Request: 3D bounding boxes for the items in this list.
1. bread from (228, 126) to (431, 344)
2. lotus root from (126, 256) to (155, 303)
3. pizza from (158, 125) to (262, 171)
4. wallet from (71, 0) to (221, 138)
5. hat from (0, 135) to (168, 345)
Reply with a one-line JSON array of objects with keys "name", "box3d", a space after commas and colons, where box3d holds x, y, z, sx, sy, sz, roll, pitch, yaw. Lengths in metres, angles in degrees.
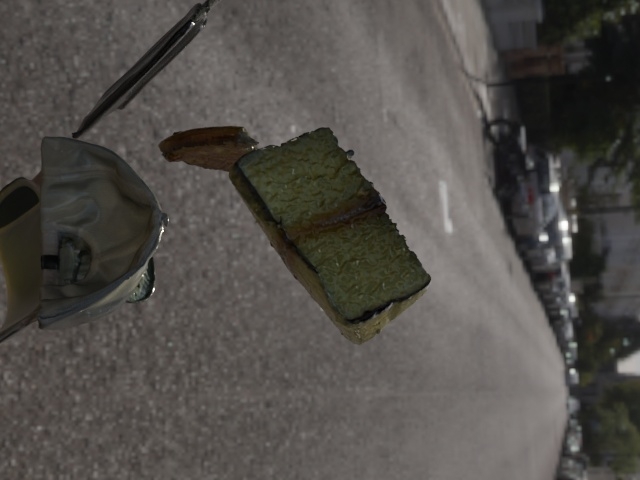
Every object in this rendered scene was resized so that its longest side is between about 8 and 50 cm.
[{"name": "bread", "box3d": [0.000, 0.000, 1.309, 0.178, 0.142, 0.266, -14, 62, -52]}, {"name": "lotus root", "box3d": [-0.375, 0.027, 1.772, 0.203, 0.078, 0.183, 26, 49, -50]}, {"name": "pizza", "box3d": [-0.123, -0.129, 1.506, 0.195, 0.185, 0.052, 19, 74, -48]}, {"name": "wallet", "box3d": [-0.255, -0.273, 1.574, 0.041, 0.247, 0.323, 45, 16, -11]}, {"name": "hat", "box3d": [-0.260, 0.030, 1.062, 0.226, 0.164, 0.220, 123, -32, -53]}]
